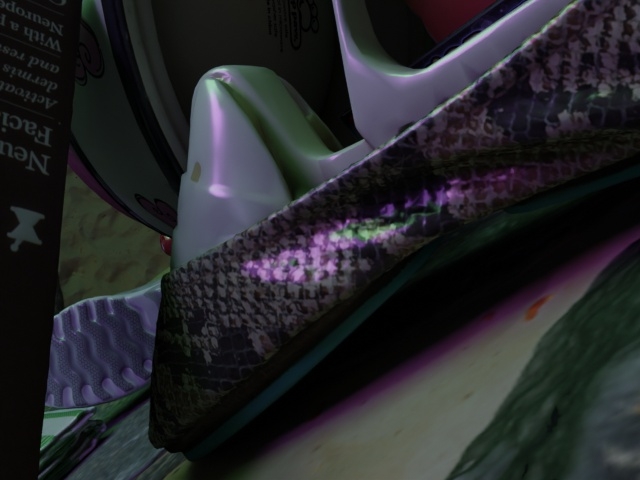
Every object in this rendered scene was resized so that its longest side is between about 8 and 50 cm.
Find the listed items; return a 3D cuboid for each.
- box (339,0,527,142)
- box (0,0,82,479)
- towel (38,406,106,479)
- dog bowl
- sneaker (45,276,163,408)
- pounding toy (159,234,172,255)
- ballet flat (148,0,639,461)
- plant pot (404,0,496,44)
[{"bbox_3d":[0.121,-0.095,0.577,0.207,0.114,0.036,-32,9,40],"label":"box"},{"bbox_3d":[-0.230,0.027,0.367,0.143,0.191,0.381,-29,55,42],"label":"box"},{"bbox_3d":[-0.366,0.268,0.754,0.248,0.038,0.325,-14,22,43],"label":"towel"},{"bbox_3d":[-0.057,-0.176,0.653,0.150,0.408,0.408,0,29,34],"label":"dog bowl"},{"bbox_3d":[-0.169,0.094,0.882,0.281,0.105,0.115,-24,-8,-8],"label":"sneaker"},{"bbox_3d":[-0.130,-0.047,1.050,0.183,0.110,0.236,-131,61,-68],"label":"pounding toy"},{"bbox_3d":[0.047,-0.058,0.423,0.483,0.182,0.164,-33,6,29],"label":"ballet flat"},{"bbox_3d":[0.203,-0.237,0.632,0.243,0.275,0.275,-45,2,32],"label":"plant pot"}]
